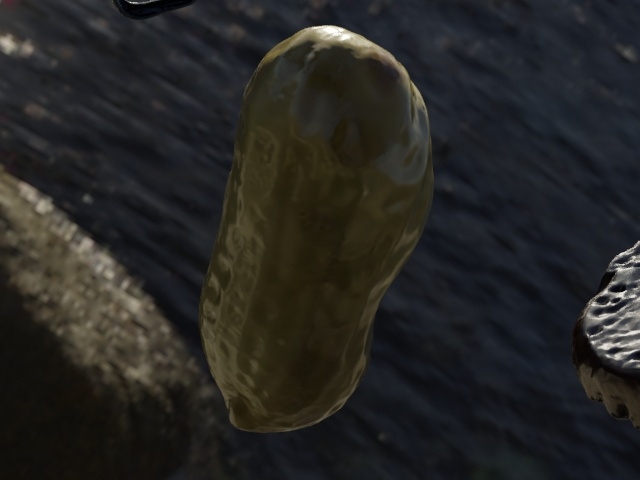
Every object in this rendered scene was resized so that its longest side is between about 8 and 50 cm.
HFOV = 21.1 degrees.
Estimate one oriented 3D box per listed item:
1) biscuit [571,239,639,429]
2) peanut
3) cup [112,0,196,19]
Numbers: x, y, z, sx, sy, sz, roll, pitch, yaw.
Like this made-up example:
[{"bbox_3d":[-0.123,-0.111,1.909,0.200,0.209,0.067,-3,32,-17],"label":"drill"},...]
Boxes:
[{"bbox_3d":[0.209,0.030,0.800,0.049,0.192,0.192,66,23,-22],"label":"biscuit"},{"bbox_3d":[0.000,0.000,1.123,0.148,0.319,0.147,6,39,-5],"label":"peanut"},{"bbox_3d":[-0.148,-0.283,1.553,0.138,0.113,0.150,-3,84,-13],"label":"cup"}]
